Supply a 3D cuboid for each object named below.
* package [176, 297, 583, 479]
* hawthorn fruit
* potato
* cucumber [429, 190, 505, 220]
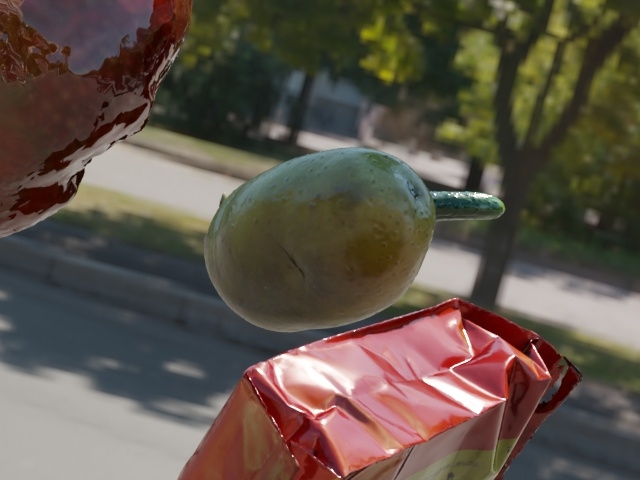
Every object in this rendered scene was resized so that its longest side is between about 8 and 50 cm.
[{"bbox_3d":[0.038,0.169,1.435,0.123,0.196,0.423,43,30,21],"label":"package"},{"bbox_3d":[-0.224,-0.160,1.212,0.275,0.300,0.275,-21,12,5],"label":"hawthorn fruit"},{"bbox_3d":[0.000,0.000,1.731,0.248,0.169,0.143,-23,23,39],"label":"potato"},{"bbox_3d":[0.151,-0.041,2.196,0.155,0.037,0.037,-2,11,-20],"label":"cucumber"}]
